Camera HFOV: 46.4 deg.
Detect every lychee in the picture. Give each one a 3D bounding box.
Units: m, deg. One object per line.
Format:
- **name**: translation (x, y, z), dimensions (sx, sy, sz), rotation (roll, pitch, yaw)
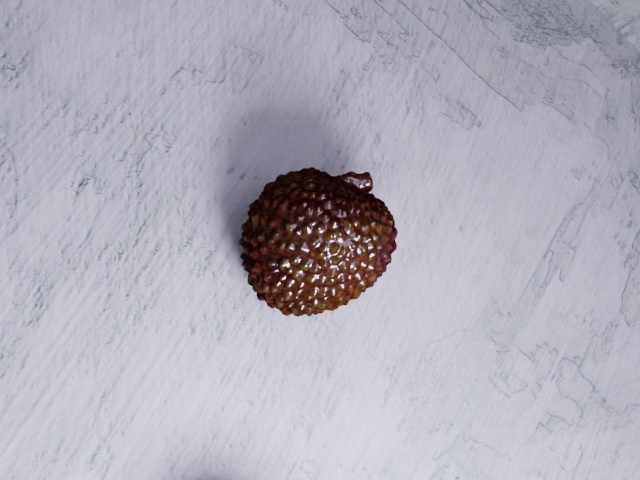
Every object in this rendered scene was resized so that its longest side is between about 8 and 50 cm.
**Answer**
- **lychee**: translation (0.000, 0.000, 1.490), dimensions (0.306, 0.306, 0.330), rotation (27, 99, -18)
